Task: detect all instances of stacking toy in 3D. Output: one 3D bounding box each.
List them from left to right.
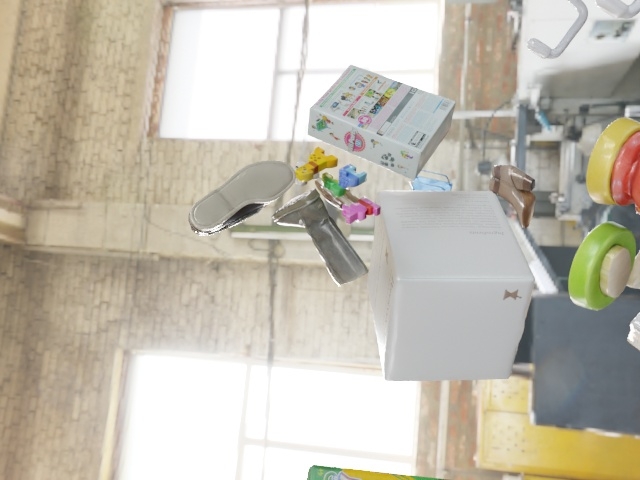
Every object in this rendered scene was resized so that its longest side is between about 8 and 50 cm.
[{"bbox_3d":[0.497,-0.020,1.049,0.308,0.130,0.280,-5,-68,-39],"label":"stacking toy"}]

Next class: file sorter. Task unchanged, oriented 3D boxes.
[{"bbox_3d":[0.315,-0.119,2.234,0.104,0.118,0.170,42,-116,-69],"label":"file sorter"}]

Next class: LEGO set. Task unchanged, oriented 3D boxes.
[{"bbox_3d":[0.005,-0.116,1.455,0.093,0.227,0.087,-31,-42,-33],"label":"LEGO set"}]

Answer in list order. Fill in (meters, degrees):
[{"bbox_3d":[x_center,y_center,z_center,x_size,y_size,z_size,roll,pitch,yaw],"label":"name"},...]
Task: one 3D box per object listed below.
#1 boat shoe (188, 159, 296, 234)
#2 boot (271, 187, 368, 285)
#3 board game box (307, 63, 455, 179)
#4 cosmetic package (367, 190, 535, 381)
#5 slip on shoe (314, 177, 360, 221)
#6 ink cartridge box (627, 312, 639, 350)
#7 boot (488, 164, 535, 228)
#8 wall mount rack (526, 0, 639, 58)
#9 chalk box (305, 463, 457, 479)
[{"bbox_3d":[-0.135,-0.071,1.258,0.075,0.206,0.065,55,156,8],"label":"boat shoe"},{"bbox_3d":[-0.002,0.002,1.583,0.076,0.189,0.209,-42,-78,-25],"label":"boot"},{"bbox_3d":[0.153,-0.304,1.856,0.224,0.303,0.098,-52,-21,-37],"label":"board game box"},{"bbox_3d":[0.310,0.105,1.889,0.394,0.327,0.330,-96,7,-55],"label":"cosmetic package"},{"bbox_3d":[0.048,-0.097,1.615,0.041,0.135,0.051,-48,-12,-17],"label":"slip on shoe"},{"bbox_3d":[0.688,0.120,1.136,0.309,0.272,0.130,-45,-29,-2],"label":"ink cartridge box"},{"bbox_3d":[0.361,-0.088,1.403,0.042,0.087,0.119,-28,-51,-41],"label":"boot"},{"bbox_3d":[0.225,-0.357,0.856,0.130,0.304,0.350,-50,5,-2],"label":"wall mount rack"},{"bbox_3d":[0.047,0.444,1.047,0.180,0.288,0.179,-86,4,-46],"label":"chalk box"}]
